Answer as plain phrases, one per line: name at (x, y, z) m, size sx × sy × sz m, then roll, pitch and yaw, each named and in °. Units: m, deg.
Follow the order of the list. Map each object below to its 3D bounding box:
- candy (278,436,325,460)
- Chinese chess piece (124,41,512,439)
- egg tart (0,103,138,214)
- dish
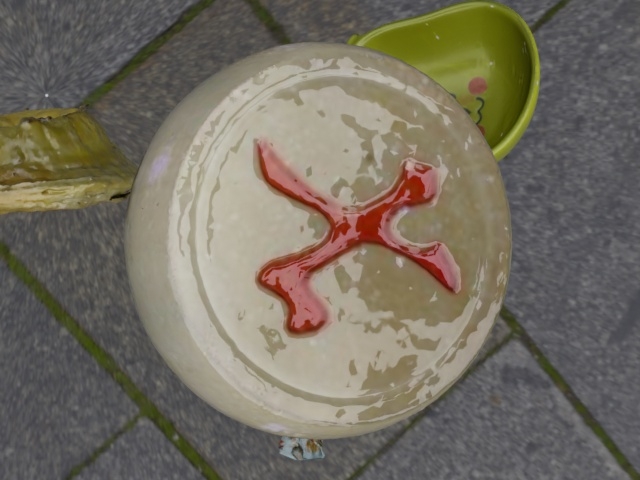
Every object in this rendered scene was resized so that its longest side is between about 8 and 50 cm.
candy at (-0.041, 0.160, 1.262) m, size 0.046 × 0.053 × 0.182 m, roll 10°, pitch 57°, yaw -52°
Chinese chess piece at (0.000, 0.000, 0.974) m, size 0.338 × 0.140 × 0.338 m, roll 2°, pitch 86°, yaw -24°
egg tart at (-0.358, -0.095, 1.347) m, size 0.290 × 0.290 × 0.115 m, roll -8°, pitch 100°, yaw -13°
dish at (0.146, -0.164, 1.375) m, size 0.262 × 0.108 × 0.221 m, roll -4°, pitch 67°, yaw 24°
